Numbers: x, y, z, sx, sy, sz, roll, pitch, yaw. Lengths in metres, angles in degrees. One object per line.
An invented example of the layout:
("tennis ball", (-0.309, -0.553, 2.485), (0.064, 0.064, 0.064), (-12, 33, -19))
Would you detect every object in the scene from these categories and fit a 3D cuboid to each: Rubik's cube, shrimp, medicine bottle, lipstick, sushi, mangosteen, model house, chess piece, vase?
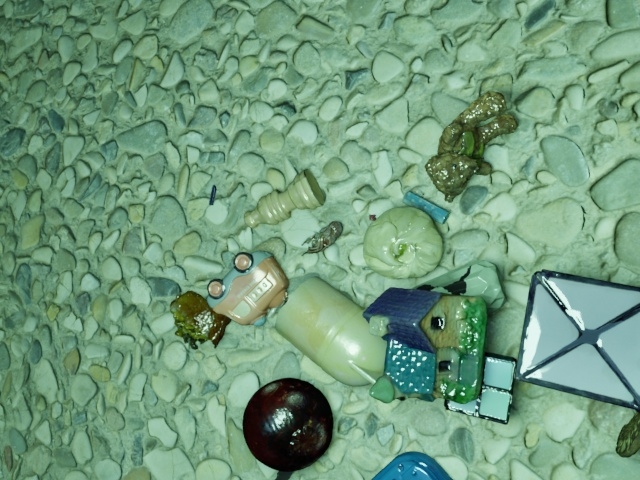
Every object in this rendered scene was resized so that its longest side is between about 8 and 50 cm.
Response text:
("Rubik's cube", (0.706, 0.257, 1.334), (0.311, 0.305, 0.306), (11, 83, 25))
("shrimp", (0.001, 0.000, 1.777), (0.190, 0.074, 0.073), (-38, 102, 23))
("medicine bottle", (0.078, 0.317, 1.602), (0.406, 0.236, 0.235), (35, 95, 23))
("lipstick", (0.348, -0.110, 1.666), (0.158, 0.048, 0.048), (33, 94, 23))
("sushi", (-0.460, 0.301, 1.869), (0.297, 0.166, 0.179), (31, 71, 16))
("mangosteen", (-0.105, 0.580, 1.617), (0.298, 0.293, 0.296), (-2, 105, -8))
("model house", (0.259, 0.283, 1.345), (0.245, 0.280, 0.311), (6, 89, 54))
("Rubik's cube", (0.470, 0.416, 1.468), (0.184, 0.167, 0.179), (10, 85, 21))
("chess piece", (-0.147, -0.126, 1.838), (0.308, 0.124, 0.138), (-27, 105, 19))
("vase", (0.379, 0.174, 1.560), (0.361, 0.165, 0.164), (-17, 75, 23))

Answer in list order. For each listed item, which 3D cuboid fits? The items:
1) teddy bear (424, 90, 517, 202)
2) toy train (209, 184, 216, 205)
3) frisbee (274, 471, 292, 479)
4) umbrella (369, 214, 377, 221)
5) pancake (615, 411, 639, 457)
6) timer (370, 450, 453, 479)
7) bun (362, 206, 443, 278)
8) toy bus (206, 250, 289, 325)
("teddy bear", (0.469, -0.288, 1.554), (0.296, 0.246, 0.222), (-28, 46, 25))
("toy train", (-0.428, -0.181, 2.002), (0.017, 0.017, 0.083), (9, 85, 20))
("frisbee", (-0.176, 0.868, 1.736), (0.188, 0.012, 0.210), (0, 82, 23))
("umbrella", (0.225, -0.035, 1.716), (0.165, 0.025, 0.027), (45, 116, 24))
("pancake", (0.836, 0.424, 1.292), (0.033, 0.285, 0.288), (24, 49, 28))
("timer", (0.293, 0.836, 1.502), (0.309, 0.115, 0.340), (-47, 69, 12))
("bun", (0.262, 0.011, 1.605), (0.260, 0.160, 0.258), (0, 92, 14))
("toy bus", (-0.243, 0.179, 1.787), (0.232, 0.194, 0.287), (44, 94, 8))
